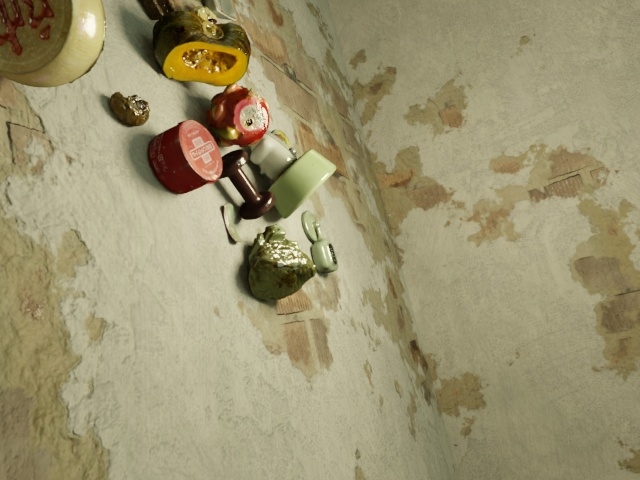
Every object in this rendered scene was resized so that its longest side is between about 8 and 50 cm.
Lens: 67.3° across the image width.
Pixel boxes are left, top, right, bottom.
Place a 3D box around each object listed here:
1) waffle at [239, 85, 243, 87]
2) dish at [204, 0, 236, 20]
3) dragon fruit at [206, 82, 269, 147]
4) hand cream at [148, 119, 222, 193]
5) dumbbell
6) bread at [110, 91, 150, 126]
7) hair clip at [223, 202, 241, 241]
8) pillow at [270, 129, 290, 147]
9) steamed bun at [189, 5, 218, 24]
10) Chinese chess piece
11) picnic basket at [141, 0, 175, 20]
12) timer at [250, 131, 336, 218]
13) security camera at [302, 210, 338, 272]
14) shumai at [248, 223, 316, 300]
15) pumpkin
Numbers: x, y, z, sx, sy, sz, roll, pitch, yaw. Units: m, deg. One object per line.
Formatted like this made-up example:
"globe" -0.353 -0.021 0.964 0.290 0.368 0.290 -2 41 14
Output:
"waffle" -0.277 -0.534 1.961 0.194 0.051 0.149 27 51 -59
"dish" -0.432 -1.002 1.942 0.154 0.064 0.234 -18 90 -67
"dragon fruit" -0.286 -0.426 1.656 0.224 0.227 0.224 -5 98 -37
"hand cream" -0.389 -0.239 1.395 0.193 0.125 0.193 45 36 -46
"dumbbell" -0.260 -0.187 1.626 0.225 0.140 0.124 57 48 -30
"bread" -0.506 -0.353 1.299 0.113 0.060 0.082 -11 81 -68
"hair clip" -0.294 -0.057 1.601 0.054 0.022 0.137 -4 76 -67
"pillow" -0.158 -0.366 2.078 0.214 0.086 0.233 -17 86 -78
"steamed bun" -0.407 -0.769 1.772 0.177 0.106 0.192 63 23 -24
"Chinese chess piece" -0.569 -0.445 0.959 0.112 0.270 0.270 -38 109 -77
"picnic basket" -0.548 -0.801 1.544 0.193 0.054 0.110 62 24 -21
"timer" -0.146 -0.288 1.870 0.315 0.291 0.291 44 28 -5
"security camera" 0.000 0.000 2.158 0.157 0.080 0.302 4 67 -65
"shumai" -0.161 0.072 1.664 0.256 0.189 0.218 10 45 -47
"pumpkin" -0.381 -0.603 1.560 0.317 0.222 0.139 -7 68 -38
